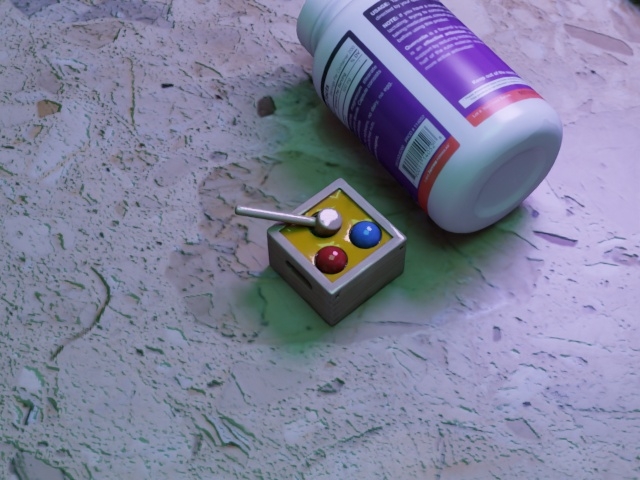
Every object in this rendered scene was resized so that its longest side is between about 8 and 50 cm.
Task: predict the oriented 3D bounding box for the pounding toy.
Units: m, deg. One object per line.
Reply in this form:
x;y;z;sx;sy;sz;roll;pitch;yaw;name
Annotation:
0.000;0.000;1.305;0.130;0.100;0.141;-36;64;-21;pounding toy

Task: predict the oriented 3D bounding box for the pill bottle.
0.114;-0.172;1.367;0.181;0.181;0.323;-31;62;-18;pill bottle
